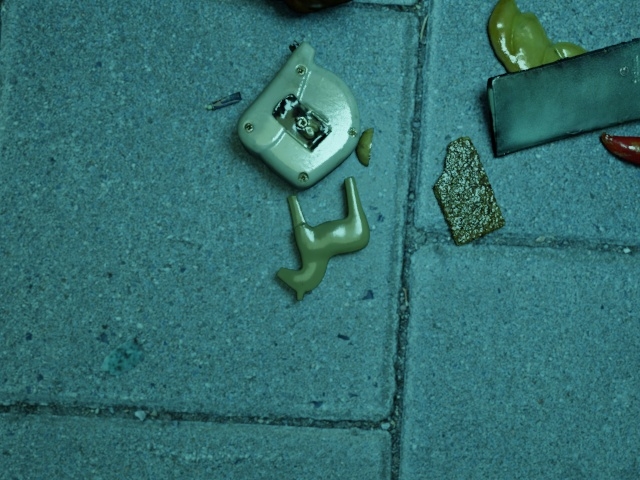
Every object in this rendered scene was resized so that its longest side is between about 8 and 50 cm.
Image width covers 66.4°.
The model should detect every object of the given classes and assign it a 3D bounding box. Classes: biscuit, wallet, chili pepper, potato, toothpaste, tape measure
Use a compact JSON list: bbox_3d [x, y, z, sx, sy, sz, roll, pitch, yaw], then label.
[{"bbox_3d":[0.336,-0.119,1.152,0.131,0.026,0.237,-22,91,-4],"label":"biscuit"},{"bbox_3d":[0.569,-0.324,1.121,0.378,0.046,0.191,-15,112,0],"label":"wallet"},{"bbox_3d":[0.516,-0.439,1.159,0.299,0.045,0.154,32,89,-1],"label":"biscuit"},{"bbox_3d":[0.862,-0.233,1.149,0.368,0.092,0.137,-12,83,-4],"label":"chili pepper"},{"bbox_3d":[0.102,-0.222,1.139,0.036,0.037,0.093,8,89,2],"label":"potato"},{"bbox_3d":[-0.222,-0.322,1.135,0.083,0.019,0.027,-21,66,-4],"label":"toothpaste"},{"bbox_3d":[-0.041,-0.267,1.089,0.265,0.130,0.258,39,85,-2],"label":"tape measure"}]

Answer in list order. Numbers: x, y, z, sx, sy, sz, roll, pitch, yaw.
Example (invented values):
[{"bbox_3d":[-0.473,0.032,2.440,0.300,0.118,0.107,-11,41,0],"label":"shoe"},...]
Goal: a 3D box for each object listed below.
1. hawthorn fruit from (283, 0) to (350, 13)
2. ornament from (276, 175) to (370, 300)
[{"bbox_3d":[-0.006,-0.650,1.032,0.308,0.325,0.308,14,128,20],"label":"hawthorn fruit"},{"bbox_3d":[0.000,0.000,1.117,0.230,0.061,0.245,-14,86,-1],"label":"ornament"}]
